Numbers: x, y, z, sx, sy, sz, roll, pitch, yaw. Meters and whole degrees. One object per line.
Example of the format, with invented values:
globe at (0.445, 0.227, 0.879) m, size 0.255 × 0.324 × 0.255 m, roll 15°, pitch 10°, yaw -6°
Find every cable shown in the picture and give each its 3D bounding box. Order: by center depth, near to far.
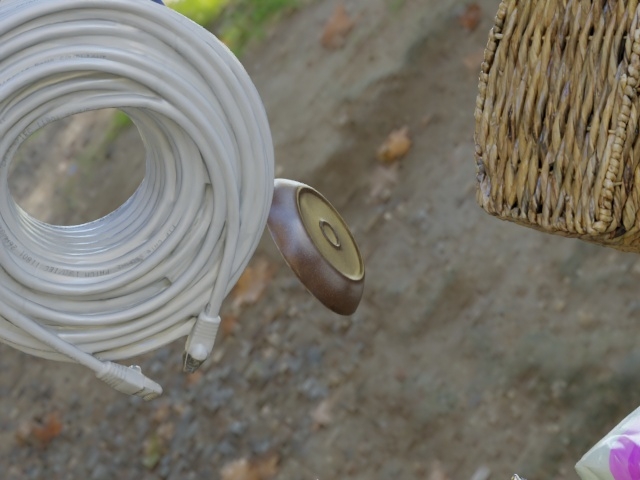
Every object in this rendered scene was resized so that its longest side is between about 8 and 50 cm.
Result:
cable at (-0.157, -0.044, 1.087) m, size 0.257 × 0.257 × 0.089 m, roll -61°, pitch 24°, yaw 12°

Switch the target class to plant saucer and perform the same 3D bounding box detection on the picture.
plant saucer at (0.000, 0.000, 2.020) m, size 0.036 × 0.198 × 0.198 m, roll -33°, pitch 26°, yaw 21°

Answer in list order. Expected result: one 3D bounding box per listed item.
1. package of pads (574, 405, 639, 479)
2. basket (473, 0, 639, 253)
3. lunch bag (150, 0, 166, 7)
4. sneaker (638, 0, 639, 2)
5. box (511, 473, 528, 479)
package of pads at (0.338, 0.115, 1.022) m, size 0.229 × 0.101 × 0.296 m, roll -33°, pitch 10°, yaw -26°
basket at (0.300, -0.141, 1.609) m, size 0.213 × 0.223 × 0.299 m, roll 14°, pitch 93°, yaw 51°
lunch bag at (-0.197, -0.212, 1.601) m, size 0.065 × 0.067 × 0.098 m, roll -36°, pitch 3°, yaw -24°
sneaker at (0.300, -0.231, 1.238) m, size 0.146 × 0.293 × 0.102 m, roll 4°, pitch 48°, yaw 25°
box at (0.340, 0.393, 1.904) m, size 0.307 × 0.242 × 0.076 m, roll -106°, pitch 41°, yaw -82°
